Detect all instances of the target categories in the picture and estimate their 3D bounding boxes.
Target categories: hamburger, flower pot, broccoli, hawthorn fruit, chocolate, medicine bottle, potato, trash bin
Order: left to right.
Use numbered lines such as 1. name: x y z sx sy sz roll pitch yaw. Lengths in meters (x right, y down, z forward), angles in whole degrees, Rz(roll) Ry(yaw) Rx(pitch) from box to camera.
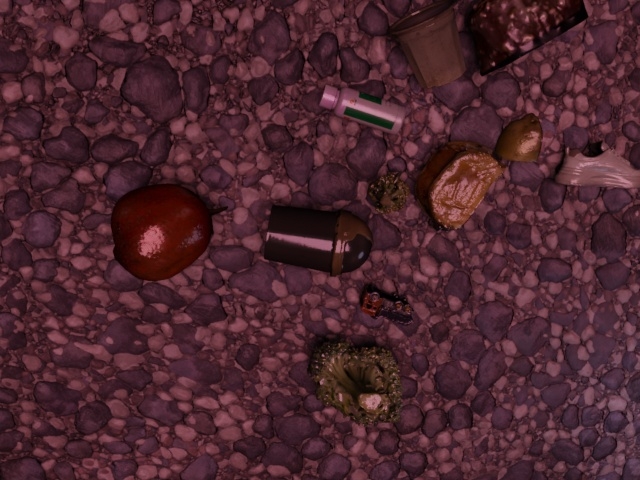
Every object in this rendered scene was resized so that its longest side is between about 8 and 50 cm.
1. hawthorn fruit: -0.450 -0.039 1.672 0.368 0.284 0.285 -25 107 -21
2. trash bin: 0.000 0.000 1.731 0.333 0.214 0.215 9 104 -4
3. broccoli: 0.137 0.456 1.841 0.375 0.302 0.249 43 60 -9
4. medicine bottle: 0.126 -0.402 1.690 0.259 0.095 0.095 16 103 -10
5. broccoli: 0.216 -0.146 1.754 0.131 0.120 0.130 -7 115 23
6. flower pot: 0.322 -0.566 1.623 0.212 0.212 0.203 -25 120 3
7. hamburger: 0.418 -0.183 1.751 0.211 0.132 0.309 35 100 -12
8. potato: 0.628 -0.325 1.756 0.120 0.081 0.149 -3 106 -6
9. chocolate: 0.576 -0.651 1.597 0.339 0.225 0.210 -30 98 1

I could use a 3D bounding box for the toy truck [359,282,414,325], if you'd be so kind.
1. toy truck: 0.225 0.221 1.873 0.191 0.083 0.092 21 108 -10

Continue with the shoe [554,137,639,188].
1. shoe: 0.915 -0.248 1.783 0.315 0.124 0.160 -1 99 -4

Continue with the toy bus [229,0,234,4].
1. toy bus: -0.300 -0.749 1.558 0.182 0.103 0.091 31 101 -6
